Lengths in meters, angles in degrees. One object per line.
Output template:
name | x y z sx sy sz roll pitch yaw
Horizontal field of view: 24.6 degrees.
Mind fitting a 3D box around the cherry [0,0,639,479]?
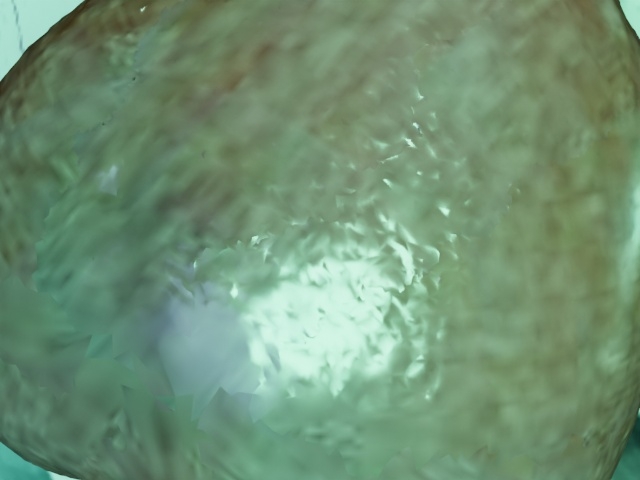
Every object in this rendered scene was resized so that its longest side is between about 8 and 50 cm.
cherry | 0.000 0.000 0.535 0.261 0.221 0.307 28 98 13
